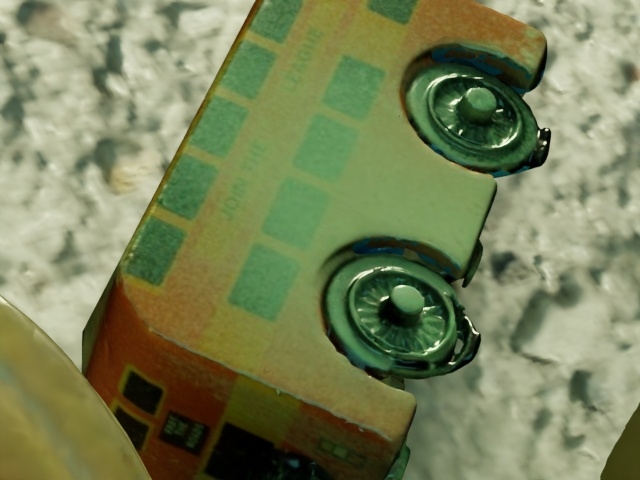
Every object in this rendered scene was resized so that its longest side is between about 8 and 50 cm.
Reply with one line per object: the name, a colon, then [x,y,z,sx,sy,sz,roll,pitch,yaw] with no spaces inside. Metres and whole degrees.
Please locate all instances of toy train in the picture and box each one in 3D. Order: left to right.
toy train: [0.000,0.000,0.544,0.099,0.072,0.188,27,49,-2]

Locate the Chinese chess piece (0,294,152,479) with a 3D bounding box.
Chinese chess piece: [-0.142,0.100,0.391,0.251,0.097,0.251,12,52,-16]

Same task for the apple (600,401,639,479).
apple: [0.135,0.143,0.374,0.292,0.254,0.292,12,55,-18]
